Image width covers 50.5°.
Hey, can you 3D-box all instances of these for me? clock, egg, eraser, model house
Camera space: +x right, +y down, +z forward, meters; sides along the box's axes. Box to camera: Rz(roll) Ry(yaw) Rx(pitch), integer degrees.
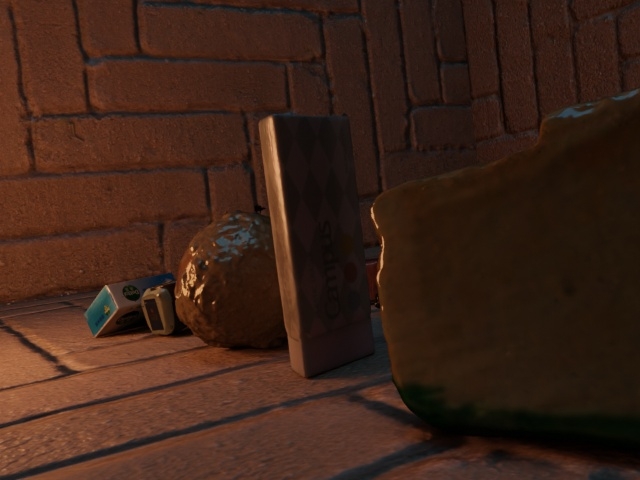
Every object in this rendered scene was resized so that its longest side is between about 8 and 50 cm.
[{"bbox_3d":[-0.288,0.136,1.592,0.243,0.146,0.200,-15,-4,-37],"label":"clock"},{"bbox_3d":[-0.137,0.078,1.298,0.279,0.279,0.310,-4,3,41],"label":"egg"},{"bbox_3d":[-0.001,0.000,1.089,0.082,0.396,0.213,-4,4,42],"label":"eraser"},{"bbox_3d":[0.299,0.044,0.768,0.382,0.334,0.343,-10,-10,32],"label":"model house"}]

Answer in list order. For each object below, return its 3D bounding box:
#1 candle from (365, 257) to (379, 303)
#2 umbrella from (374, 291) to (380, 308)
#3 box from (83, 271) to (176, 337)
[{"bbox_3d":[0.203,0.080,1.781,0.317,0.131,0.287,-5,0,4],"label":"candle"},{"bbox_3d":[0.218,0.122,1.451,0.224,0.071,0.080,-1,18,44],"label":"umbrella"},{"bbox_3d":[-0.454,0.157,1.658,0.194,0.073,0.139,-10,-27,-50],"label":"box"}]
